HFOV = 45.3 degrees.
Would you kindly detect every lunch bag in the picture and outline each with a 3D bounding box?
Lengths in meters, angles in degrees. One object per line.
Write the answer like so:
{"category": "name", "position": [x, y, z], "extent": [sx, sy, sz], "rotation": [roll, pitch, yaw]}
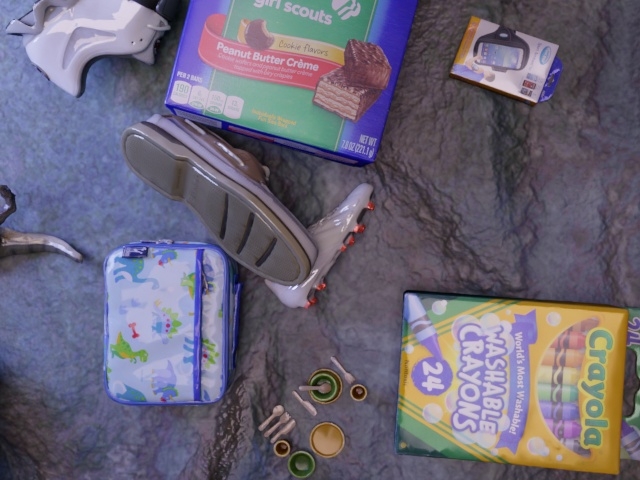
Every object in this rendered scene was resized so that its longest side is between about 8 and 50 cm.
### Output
{"category": "lunch bag", "position": [-0.194, 0.107, 1.017], "extent": [0.176, 0.090, 0.218], "rotation": [3, 90, 4]}

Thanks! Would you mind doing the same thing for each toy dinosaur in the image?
{"category": "toy dinosaur", "position": [-0.464, -0.017, 1.065], "extent": [0.268, 0.064, 0.118], "rotation": [-5, 95, 4]}

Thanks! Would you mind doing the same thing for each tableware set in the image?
{"category": "tableware set", "position": [-0.002, 0.240, 1.023], "extent": [0.154, 0.024, 0.104], "rotation": [-43, 85, 3]}

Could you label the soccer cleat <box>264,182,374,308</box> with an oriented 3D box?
{"category": "soccer cleat", "position": [0.000, 0.000, 1.008], "extent": [0.076, 0.068, 0.196], "rotation": [34, 96, 9]}

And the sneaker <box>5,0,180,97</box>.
{"category": "sneaker", "position": [-0.240, -0.319, 1.027], "extent": [0.331, 0.122, 0.146], "rotation": [-36, 103, 4]}

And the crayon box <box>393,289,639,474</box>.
{"category": "crayon box", "position": [0.260, 0.175, 0.966], "extent": [0.323, 0.083, 0.203], "rotation": [3, 89, 6]}

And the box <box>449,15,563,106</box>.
{"category": "box", "position": [0.247, -0.232, 1.003], "extent": [0.136, 0.028, 0.081], "rotation": [21, 91, 8]}

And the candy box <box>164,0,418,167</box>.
{"category": "candy box", "position": [-0.022, -0.280, 0.961], "extent": [0.268, 0.122, 0.317], "rotation": [15, 90, -8]}

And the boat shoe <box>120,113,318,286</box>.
{"category": "boat shoe", "position": [-0.112, -0.067, 0.984], "extent": [0.302, 0.103, 0.113], "rotation": [40, 136, 10]}
